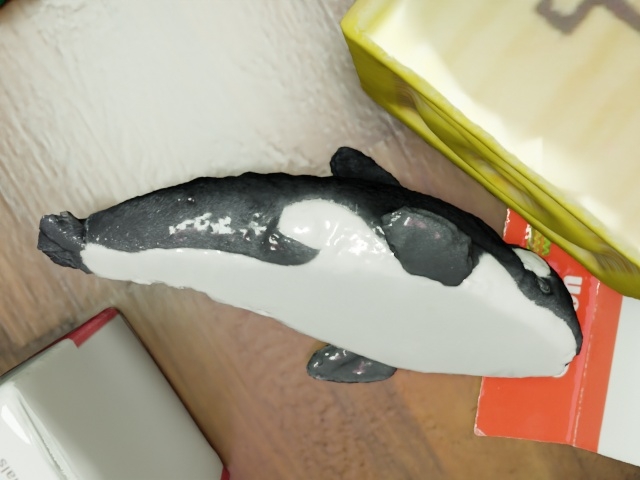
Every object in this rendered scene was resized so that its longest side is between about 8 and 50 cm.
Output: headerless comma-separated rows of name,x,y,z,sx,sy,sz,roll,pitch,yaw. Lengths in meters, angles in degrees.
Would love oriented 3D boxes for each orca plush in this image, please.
orca plush,0.000,0.000,0.581,0.287,0.102,0.151,3,141,7

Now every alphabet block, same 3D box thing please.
alphabet block,0.146,-0.102,0.494,0.193,0.192,0.197,39,94,6

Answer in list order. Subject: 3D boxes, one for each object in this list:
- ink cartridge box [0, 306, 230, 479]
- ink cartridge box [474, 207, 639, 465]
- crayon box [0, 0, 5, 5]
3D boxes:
ink cartridge box,-0.207,0.177,0.503,0.306,0.226,0.131,-35,95,3
ink cartridge box,0.188,0.057,0.597,0.179,0.045,0.146,7,95,-6
crayon box,-0.209,-0.274,0.526,0.165,0.081,0.278,-39,96,2
